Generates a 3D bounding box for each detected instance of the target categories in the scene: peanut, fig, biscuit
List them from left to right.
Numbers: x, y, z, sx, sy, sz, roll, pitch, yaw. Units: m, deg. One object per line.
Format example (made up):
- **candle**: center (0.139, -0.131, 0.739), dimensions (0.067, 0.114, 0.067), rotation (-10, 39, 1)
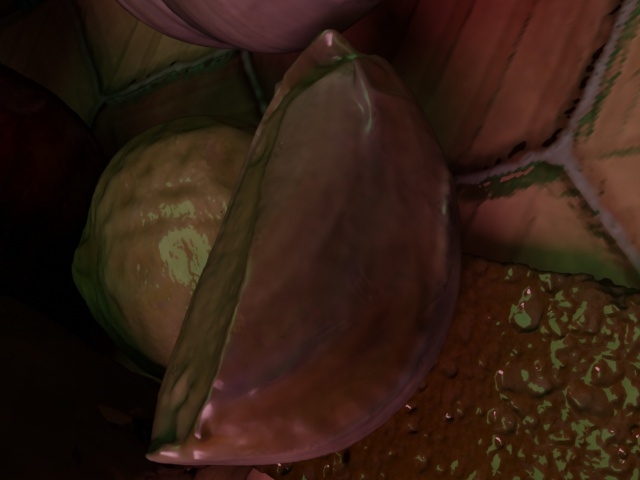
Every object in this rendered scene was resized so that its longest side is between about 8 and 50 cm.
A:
- **fig**: center (-0.238, -0.016, 0.582), dimensions (0.263, 0.224, 0.224), rotation (177, 108, -74)
- **peanut**: center (-0.064, 0.007, 0.484), dimensions (0.159, 0.109, 0.141), rotation (-17, 60, 35)
- **biscuit**: center (0.065, 0.072, 0.405), dimensions (0.237, 0.026, 0.131), rotation (10, 81, 45)

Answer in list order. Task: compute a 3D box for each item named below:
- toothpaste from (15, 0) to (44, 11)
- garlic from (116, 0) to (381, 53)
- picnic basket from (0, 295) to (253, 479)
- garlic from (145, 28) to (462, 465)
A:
- **toothpaste**: center (-0.289, -0.310, 0.724), dimensions (0.050, 0.065, 0.267), rotation (-32, 90, -6)
- **garlic**: center (-0.011, -0.243, 0.457), dimensions (0.322, 0.241, 0.322), rotation (9, 104, 41)
- **picnic basket**: center (-0.238, 0.169, 0.437), dimensions (0.337, 0.293, 0.337), rotation (-2, 86, 26)
- **garlic**: center (0.008, 0.012, 0.387), dimensions (0.087, 0.101, 0.196), rotation (-2, 65, 63)
